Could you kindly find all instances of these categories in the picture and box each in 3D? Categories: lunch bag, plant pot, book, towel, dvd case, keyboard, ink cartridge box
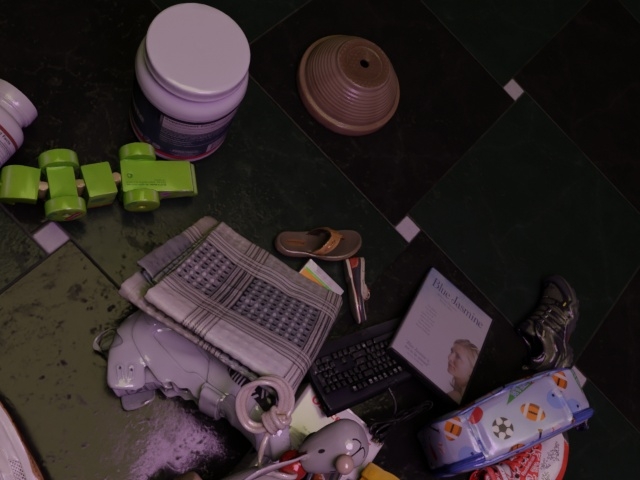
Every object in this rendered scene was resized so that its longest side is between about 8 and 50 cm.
[{"bbox_3d":[0.337,0.340,1.179,0.304,0.243,0.114,-17,66,-10],"label":"lunch bag"},{"bbox_3d":[0.075,-0.353,1.374,0.238,0.110,0.237,6,72,-19],"label":"plant pot"},{"bbox_3d":[-0.032,0.121,1.235,0.096,0.035,0.144,43,66,-5],"label":"book"},{"bbox_3d":[-0.131,0.088,1.082,0.324,0.056,0.312,31,30,3],"label":"towel"},{"bbox_3d":[0.247,0.188,1.278,0.180,0.022,0.253,40,46,-4],"label":"dvd case"},{"bbox_3d":[0.122,0.253,1.183,0.317,0.033,0.201,-13,68,-41],"label":"keyboard"},{"bbox_3d":[-0.031,0.392,1.115,0.172,0.100,0.237,41,65,-5],"label":"ink cartridge box"}]

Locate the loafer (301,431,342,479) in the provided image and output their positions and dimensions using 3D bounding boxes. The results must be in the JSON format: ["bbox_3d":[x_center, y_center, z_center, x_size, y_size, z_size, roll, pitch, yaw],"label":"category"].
[{"bbox_3d":[-0.019,0.442,1.001,0.084,0.096,0.267,27,67,-17],"label":"loafer"}]

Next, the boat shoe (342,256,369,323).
[{"bbox_3d":[0.077,0.097,1.273,0.043,0.049,0.136,-3,69,-17],"label":"boat shoe"}]

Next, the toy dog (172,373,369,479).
[{"bbox_3d":[-0.090,0.376,0.898,0.220,0.161,0.333,35,101,-14],"label":"toy dog"}]

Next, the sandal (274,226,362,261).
[{"bbox_3d":[0.000,0.000,1.264,0.180,0.049,0.072,2,53,-17],"label":"sandal"}]

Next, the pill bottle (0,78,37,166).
[{"bbox_3d":[-0.585,-0.167,1.075,0.121,0.121,0.216,35,65,-7],"label":"pill bottle"}]

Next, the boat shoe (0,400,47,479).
[{"bbox_3d":[-0.483,0.348,0.968,0.096,0.098,0.277,-27,86,-25],"label":"boat shoe"}]

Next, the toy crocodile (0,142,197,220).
[{"bbox_3d":[-0.389,-0.099,1.144,0.341,0.105,0.115,-8,77,-26],"label":"toy crocodile"}]

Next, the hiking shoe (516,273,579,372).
[{"bbox_3d":[0.482,0.175,1.372,0.114,0.086,0.226,15,71,-19],"label":"hiking shoe"}]

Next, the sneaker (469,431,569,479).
[{"bbox_3d":[0.383,0.451,1.251,0.145,0.090,0.270,31,69,-11],"label":"sneaker"}]

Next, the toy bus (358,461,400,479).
[{"bbox_3d":[0.095,0.511,1.064,0.211,0.149,0.220,-41,132,-19],"label":"toy bus"}]

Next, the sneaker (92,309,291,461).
[{"bbox_3d":[-0.214,0.240,1.049,0.210,0.137,0.366,-30,64,-20],"label":"sneaker"}]

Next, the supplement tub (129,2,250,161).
[{"bbox_3d":[-0.237,-0.272,1.147,0.191,0.272,0.191,6,72,-18],"label":"supplement tub"}]
